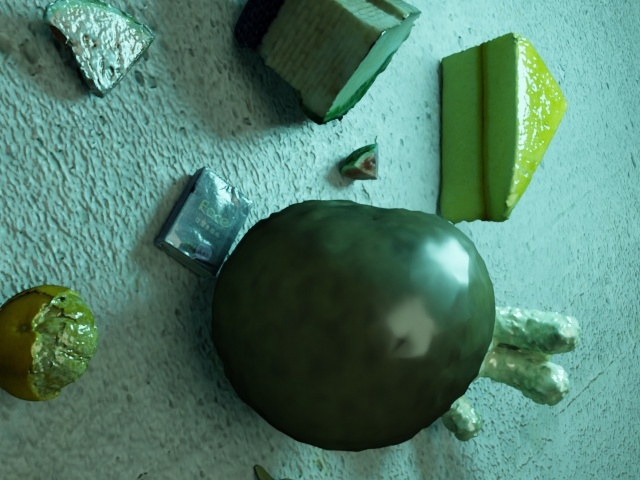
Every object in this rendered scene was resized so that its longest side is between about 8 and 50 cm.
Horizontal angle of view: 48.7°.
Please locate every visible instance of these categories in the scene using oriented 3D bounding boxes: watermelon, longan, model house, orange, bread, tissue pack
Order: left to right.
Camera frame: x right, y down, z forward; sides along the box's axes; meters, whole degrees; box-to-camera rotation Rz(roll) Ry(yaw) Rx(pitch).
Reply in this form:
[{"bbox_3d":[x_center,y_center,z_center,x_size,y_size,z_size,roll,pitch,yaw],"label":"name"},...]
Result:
[{"bbox_3d":[-0.371,0.138,0.953,0.156,0.134,0.157,-1,69,2],"label":"orange"},{"bbox_3d":[-0.350,-0.290,1.088,0.187,0.071,0.139,5,87,-48],"label":"watermelon"},{"bbox_3d":[-0.193,-0.031,1.186,0.112,0.051,0.156,39,61,-28],"label":"tissue pack"},{"bbox_3d":[0.001,-0.403,1.317,0.284,0.243,0.298,42,28,1],"label":"model house"},{"bbox_3d":[0.048,0.134,1.123,0.404,0.435,0.404,13,90,-79],"label":"longan"},{"bbox_3d":[0.090,-0.157,1.430,0.092,0.084,0.072,-42,121,-22],"label":"watermelon"},{"bbox_3d":[0.359,-0.234,1.568,0.245,0.233,0.362,45,58,-26],"label":"bread"}]

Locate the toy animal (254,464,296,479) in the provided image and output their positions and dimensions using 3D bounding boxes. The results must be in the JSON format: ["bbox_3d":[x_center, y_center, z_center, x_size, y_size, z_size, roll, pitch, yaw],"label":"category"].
[{"bbox_3d":[-0.071,0.452,1.208,0.098,0.137,0.098,-45,154,-29],"label":"toy animal"}]

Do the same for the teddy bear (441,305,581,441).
[{"bbox_3d":[0.275,0.276,1.375,0.362,0.375,0.327,-39,138,-54],"label":"teddy bear"}]
